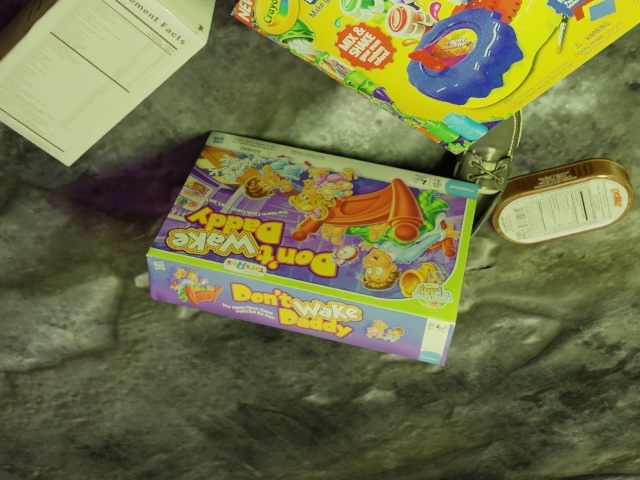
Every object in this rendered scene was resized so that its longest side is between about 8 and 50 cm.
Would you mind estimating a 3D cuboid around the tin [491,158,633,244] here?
[{"bbox_3d":[0.322,-0.048,1.209,0.190,0.040,0.106,-14,137,15],"label":"tin"}]

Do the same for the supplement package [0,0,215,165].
[{"bbox_3d":[-0.243,-0.220,0.978,0.244,0.134,0.139,-33,126,30],"label":"supplement package"}]

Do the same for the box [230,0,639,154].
[{"bbox_3d":[0.119,-0.272,0.824,0.279,0.177,0.290,29,146,-16],"label":"box"}]

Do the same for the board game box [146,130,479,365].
[{"bbox_3d":[0.000,0.000,1.076,0.347,0.233,0.078,12,135,7],"label":"board game box"}]

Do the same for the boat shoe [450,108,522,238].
[{"bbox_3d":[0.207,-0.084,1.146,0.080,0.073,0.223,8,135,-6],"label":"boat shoe"}]
